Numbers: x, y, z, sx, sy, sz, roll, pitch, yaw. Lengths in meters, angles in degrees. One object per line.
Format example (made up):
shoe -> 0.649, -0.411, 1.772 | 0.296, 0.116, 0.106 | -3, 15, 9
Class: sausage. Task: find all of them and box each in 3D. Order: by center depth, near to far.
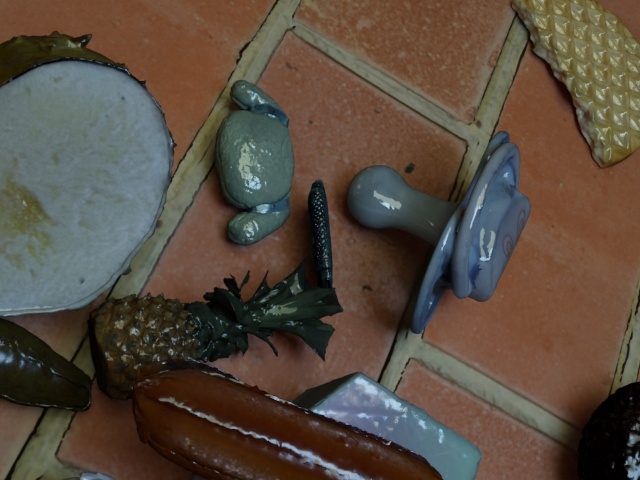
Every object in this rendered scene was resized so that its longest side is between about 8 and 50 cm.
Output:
sausage -> -0.025, 0.202, 0.810 | 0.330, 0.102, 0.102 | 25, 63, -11

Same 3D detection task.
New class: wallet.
wallet -> 0.000, 0.000, 1.075 | 0.026, 0.088, 0.129 | -4, 69, 0

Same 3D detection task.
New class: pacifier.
pacifier -> 0.136, -0.032, 1.098 | 0.225, 0.238, 0.287 | 20, 63, 16

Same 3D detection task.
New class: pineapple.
pineapple -> -0.111, 0.101, 0.972 | 0.277, 0.119, 0.130 | -13, 91, -24

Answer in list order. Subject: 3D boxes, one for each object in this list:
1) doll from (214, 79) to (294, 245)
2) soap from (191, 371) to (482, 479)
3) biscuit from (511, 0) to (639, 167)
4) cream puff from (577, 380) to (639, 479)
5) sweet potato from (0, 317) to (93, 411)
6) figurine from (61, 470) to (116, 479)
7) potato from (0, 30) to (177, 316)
doll -> -0.080, -0.097, 1.081 | 0.103, 0.071, 0.214 | 3, 74, -22
soap -> -0.037, 0.357, 0.889 | 0.261, 0.156, 0.446 | 34, 62, -9
biscuit -> 0.444, -0.279, 1.399 | 0.204, 0.040, 0.309 | -22, 82, -29
cream puff -> 0.437, 0.296, 1.114 | 0.239, 0.165, 0.239 | 6, 69, -17
sweet potato -> -0.366, 0.124, 0.877 | 0.285, 0.085, 0.112 | 13, 101, -31
figurine -> -0.267, 0.267, 0.821 | 0.236, 0.162, 0.141 | 1, 75, -4
potato -> -0.301, -0.068, 0.918 | 0.299, 0.196, 0.246 | -37, 115, -6
